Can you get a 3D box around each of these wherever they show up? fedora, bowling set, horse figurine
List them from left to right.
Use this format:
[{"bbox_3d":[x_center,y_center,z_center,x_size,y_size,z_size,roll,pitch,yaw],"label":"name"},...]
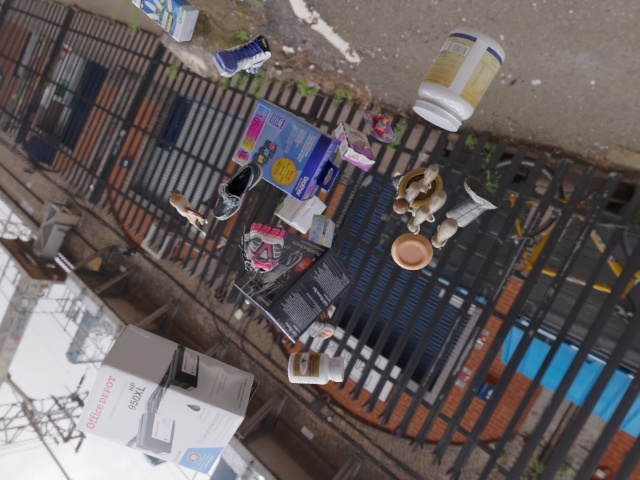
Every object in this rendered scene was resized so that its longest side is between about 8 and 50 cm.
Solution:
[{"bbox_3d":[-0.548,-0.127,1.729,0.263,0.066,0.174,44,167,17],"label":"horse figurine"},{"bbox_3d":[0.327,-0.115,1.446,0.200,0.287,0.154,-2,153,-10],"label":"bowling set"},{"bbox_3d":[0.446,-0.227,1.866,0.194,0.194,0.079,27,178,20],"label":"fedora"}]

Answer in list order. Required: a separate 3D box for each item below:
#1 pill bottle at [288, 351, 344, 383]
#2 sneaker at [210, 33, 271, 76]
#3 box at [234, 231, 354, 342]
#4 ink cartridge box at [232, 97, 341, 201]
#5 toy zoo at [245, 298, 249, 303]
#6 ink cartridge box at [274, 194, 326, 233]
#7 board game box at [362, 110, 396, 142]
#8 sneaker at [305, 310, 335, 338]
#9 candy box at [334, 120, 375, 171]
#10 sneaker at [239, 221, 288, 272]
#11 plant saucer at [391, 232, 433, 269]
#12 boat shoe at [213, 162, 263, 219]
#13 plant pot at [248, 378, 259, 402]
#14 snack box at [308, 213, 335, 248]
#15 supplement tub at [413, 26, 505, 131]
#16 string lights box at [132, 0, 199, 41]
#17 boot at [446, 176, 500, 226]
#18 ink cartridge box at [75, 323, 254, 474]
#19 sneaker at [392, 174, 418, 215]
[{"bbox_3d":[-0.015,0.556,1.831,0.229,0.131,0.131,-1,180,11],"label":"pill bottle"},{"bbox_3d":[-0.330,-0.845,1.884,0.127,0.182,0.315,60,-142,-7],"label":"sneaker"},{"bbox_3d":[-0.108,0.159,1.581,0.179,0.312,0.343,53,163,-28],"label":"box"},{"bbox_3d":[-0.104,-0.333,1.635,0.395,0.270,0.151,31,-162,8],"label":"ink cartridge box"},{"bbox_3d":[-0.217,0.219,1.976,0.192,0.293,0.030,36,152,58],"label":"toy zoo"},{"bbox_3d":[-0.119,-0.174,2.365,0.117,0.201,0.278,40,176,-29],"label":"ink cartridge box"},{"bbox_3d":[0.246,-0.473,1.700,0.133,0.033,0.168,-5,-117,-35],"label":"board game box"},{"bbox_3d":[-0.079,0.307,1.821,0.321,0.125,0.180,34,-154,-40],"label":"sneaker"},{"bbox_3d":[0.163,-0.453,2.010,0.159,0.071,0.233,21,-142,-29],"label":"candy box"},{"bbox_3d":[-0.166,0.036,1.133,0.121,0.112,0.299,15,166,-7],"label":"sneaker"},{"bbox_3d":[0.447,0.060,2.056,0.200,0.200,0.037,26,-150,3],"label":"plant saucer"},{"bbox_3d":[-0.302,-0.170,1.478,0.095,0.254,0.079,51,-161,7],"label":"boat shoe"},{"bbox_3d":[-0.311,0.575,1.585,0.109,0.096,0.109,27,-139,2],"label":"plant pot"},{"bbox_3d":[0.000,0.000,1.930,0.070,0.207,0.174,10,172,17],"label":"snack box"},{"bbox_3d":[0.513,-0.599,1.586,0.228,0.316,0.228,28,-169,-6],"label":"supplement tub"},{"bbox_3d":[-0.622,-0.938,1.683,0.260,0.133,0.077,41,-139,4],"label":"string lights box"},{"bbox_3d":[0.584,-0.149,1.686,0.190,0.076,0.208,40,153,-11],"label":"boot"},{"bbox_3d":[-0.435,0.456,1.194,0.395,0.285,0.166,26,-156,-11],"label":"ink cartridge box"},{"bbox_3d":[0.453,-0.243,2.257,0.330,0.146,0.122,52,167,48],"label":"sneaker"}]
